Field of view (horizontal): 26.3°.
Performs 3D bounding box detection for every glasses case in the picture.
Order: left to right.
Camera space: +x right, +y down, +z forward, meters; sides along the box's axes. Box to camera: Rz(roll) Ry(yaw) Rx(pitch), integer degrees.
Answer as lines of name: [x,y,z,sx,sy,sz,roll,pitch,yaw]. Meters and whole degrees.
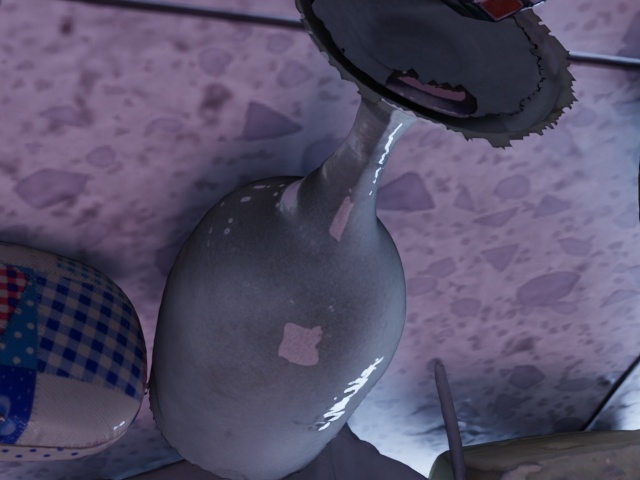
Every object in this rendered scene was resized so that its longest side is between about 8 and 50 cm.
glasses case: [-0.249,0.049,0.717,0.327,0.125,0.076,9,138,-25]

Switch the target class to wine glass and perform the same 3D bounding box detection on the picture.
wine glass: [0.000,0.000,0.720,0.143,0.143,0.321,7,138,-24]

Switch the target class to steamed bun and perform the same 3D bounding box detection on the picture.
steamed bun: [0.202,0.225,1.005,0.225,0.170,0.200,-5,172,-17]

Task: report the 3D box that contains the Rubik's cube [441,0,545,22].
Rubik's cube: [0.074,-0.149,0.591,0.093,0.111,0.111,-7,147,-45]

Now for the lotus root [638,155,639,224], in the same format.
lotus root: [0.258,-0.009,0.774,0.154,0.154,0.278,-16,145,3]

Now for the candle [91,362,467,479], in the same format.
candle: [-0.044,0.241,0.941,0.342,0.221,0.221,-20,141,9]
